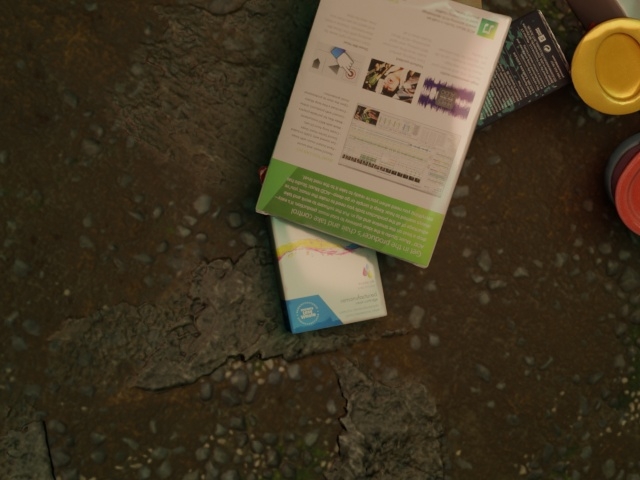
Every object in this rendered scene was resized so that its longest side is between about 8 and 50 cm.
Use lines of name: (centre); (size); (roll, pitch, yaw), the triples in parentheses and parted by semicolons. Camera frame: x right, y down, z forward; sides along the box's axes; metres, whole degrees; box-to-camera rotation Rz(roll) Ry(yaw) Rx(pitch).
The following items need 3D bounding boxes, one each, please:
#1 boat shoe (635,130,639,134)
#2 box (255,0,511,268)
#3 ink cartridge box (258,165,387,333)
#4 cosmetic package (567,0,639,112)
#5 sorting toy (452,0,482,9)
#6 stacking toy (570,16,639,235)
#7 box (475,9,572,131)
boat shoe: (0.579, -0.175, 1.373); (0.302, 0.113, 0.103); (-31, 92, -5)
box: (0.075, -0.153, 1.197); (0.232, 0.058, 0.322); (19, 98, 7)
ink cartridge box: (0.000, 0.000, 1.307); (0.134, 0.078, 0.231); (-11, 91, -8)
cosmetic package: (0.449, -0.305, 1.350); (0.107, 0.127, 0.238); (-33, 96, -7)
sorting toy: (0.147, -0.332, 1.332); (0.275, 0.046, 0.132); (-5, 87, 14)
stacking toy: (0.485, -0.172, 1.260); (0.280, 0.130, 0.309); (-16, 107, 13)
box: (0.206, -0.204, 1.300); (0.207, 0.153, 0.108); (-27, 93, -8)
